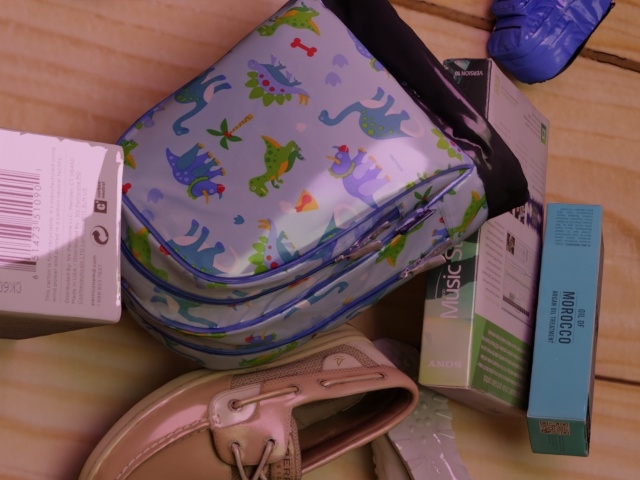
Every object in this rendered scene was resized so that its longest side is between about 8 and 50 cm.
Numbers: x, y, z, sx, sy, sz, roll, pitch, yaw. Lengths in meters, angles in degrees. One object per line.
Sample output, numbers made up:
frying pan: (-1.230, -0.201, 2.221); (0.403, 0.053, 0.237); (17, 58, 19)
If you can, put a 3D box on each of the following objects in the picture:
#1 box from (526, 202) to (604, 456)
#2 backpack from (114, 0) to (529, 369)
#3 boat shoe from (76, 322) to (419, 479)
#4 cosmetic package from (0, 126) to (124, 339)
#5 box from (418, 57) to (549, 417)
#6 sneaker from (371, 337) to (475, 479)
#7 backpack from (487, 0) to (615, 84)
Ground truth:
box: (0.254, 0.091, 1.978); (0.100, 0.060, 0.244); (73, 23, -60)
backpack: (-0.034, -0.050, 1.709); (0.355, 0.273, 0.290); (-38, 76, 2)
boat shoe: (-0.062, 0.177, 1.730); (0.341, 0.110, 0.121); (-27, 133, -30)
cosmetic package: (-0.272, -0.002, 1.590); (0.151, 0.184, 0.151); (7, 80, -34)
box: (0.166, 0.004, 1.916); (0.232, 0.058, 0.322); (31, 60, -65)
sneaker: (0.082, 0.210, 1.884); (0.090, 0.095, 0.235); (-5, 67, -32)
backpack: (0.230, -0.231, 2.041); (0.101, 0.098, 0.120); (37, 77, -16)
